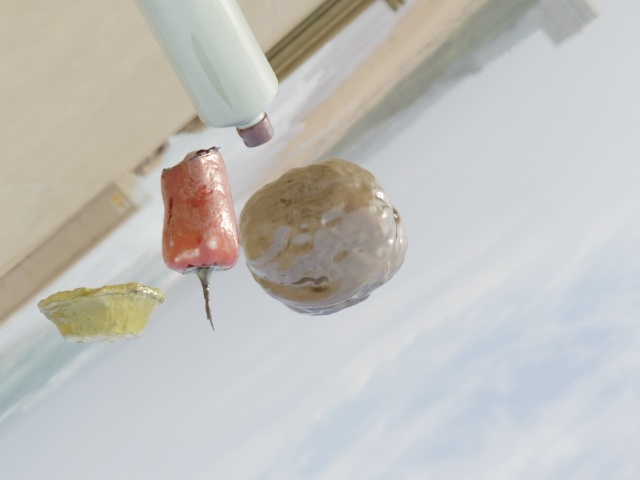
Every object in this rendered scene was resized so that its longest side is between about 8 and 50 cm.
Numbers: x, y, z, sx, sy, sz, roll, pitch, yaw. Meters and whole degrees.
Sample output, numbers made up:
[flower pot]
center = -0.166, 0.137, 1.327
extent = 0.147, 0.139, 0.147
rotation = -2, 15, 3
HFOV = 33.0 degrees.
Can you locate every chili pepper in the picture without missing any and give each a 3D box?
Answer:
[chili pepper]
center = -0.123, -0.002, 1.114
extent = 0.084, 0.192, 0.086
rotation = -10, 174, 20

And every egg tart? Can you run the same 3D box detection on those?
[egg tart]
center = -0.173, 0.060, 0.858
extent = 0.105, 0.039, 0.105
rotation = -5, 170, -1

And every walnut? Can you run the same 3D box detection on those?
[walnut]
center = 0.001, 0.001, 1.741
extent = 0.273, 0.227, 0.273
rotation = -17, 167, -4

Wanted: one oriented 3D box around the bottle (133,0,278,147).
[bottle]
center = -0.120, -0.212, 1.243
extent = 0.104, 0.245, 0.104
rotation = -19, -145, 14
